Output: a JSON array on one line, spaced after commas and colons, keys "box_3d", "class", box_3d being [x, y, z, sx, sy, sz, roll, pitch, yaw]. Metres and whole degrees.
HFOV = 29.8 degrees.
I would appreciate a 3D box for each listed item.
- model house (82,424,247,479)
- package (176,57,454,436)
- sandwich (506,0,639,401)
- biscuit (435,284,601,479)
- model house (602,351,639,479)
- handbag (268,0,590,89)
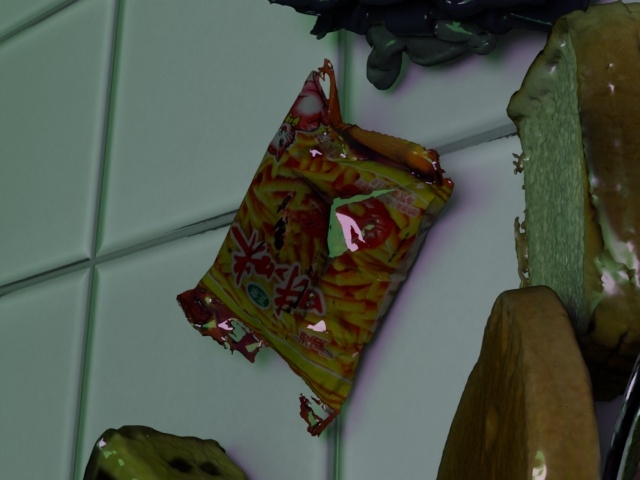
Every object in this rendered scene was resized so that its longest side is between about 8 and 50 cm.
[{"box_3d": [-0.107, 0.306, 1.069, 0.234, 0.175, 0.193, 29, 96, 37], "class": "model house"}, {"box_3d": [0.004, 0.004, 1.102, 0.223, 0.108, 0.288, 42, 113, 40], "class": "package"}, {"box_3d": [0.198, -0.024, 0.860, 0.087, 0.226, 0.251, -2, 69, -1], "class": "sandwich"}, {"box_3d": [0.123, 0.214, 0.792, 0.287, 0.057, 0.344, -88, 6, -53], "class": "biscuit"}, {"box_3d": [0.305, 0.072, 0.698, 0.154, 0.207, 0.294, 18, 88, 44], "class": "model house"}, {"box_3d": [0.116, -0.274, 1.085, 0.325, 0.118, 0.269, 12, 77, 48], "class": "handbag"}]
